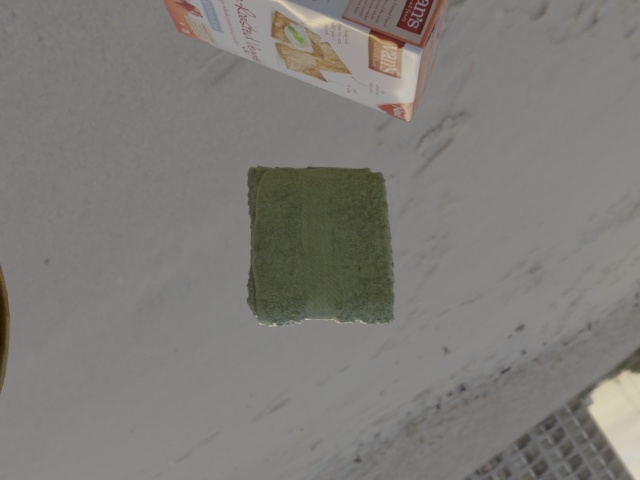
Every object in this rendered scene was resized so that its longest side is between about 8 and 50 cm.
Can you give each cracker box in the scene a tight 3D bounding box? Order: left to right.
[{"bbox_3d":[-0.017,-0.188,0.669,0.155,0.232,0.067,74,38,-78],"label":"cracker box"}]

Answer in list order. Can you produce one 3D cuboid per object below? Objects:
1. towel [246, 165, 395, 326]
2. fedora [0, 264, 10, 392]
[{"bbox_3d":[0.000,0.000,0.606,0.110,0.148,0.027,0,141,-6],"label":"towel"},{"bbox_3d":[-0.204,0.030,0.258,0.194,0.194,0.079,-29,177,-8],"label":"fedora"}]
